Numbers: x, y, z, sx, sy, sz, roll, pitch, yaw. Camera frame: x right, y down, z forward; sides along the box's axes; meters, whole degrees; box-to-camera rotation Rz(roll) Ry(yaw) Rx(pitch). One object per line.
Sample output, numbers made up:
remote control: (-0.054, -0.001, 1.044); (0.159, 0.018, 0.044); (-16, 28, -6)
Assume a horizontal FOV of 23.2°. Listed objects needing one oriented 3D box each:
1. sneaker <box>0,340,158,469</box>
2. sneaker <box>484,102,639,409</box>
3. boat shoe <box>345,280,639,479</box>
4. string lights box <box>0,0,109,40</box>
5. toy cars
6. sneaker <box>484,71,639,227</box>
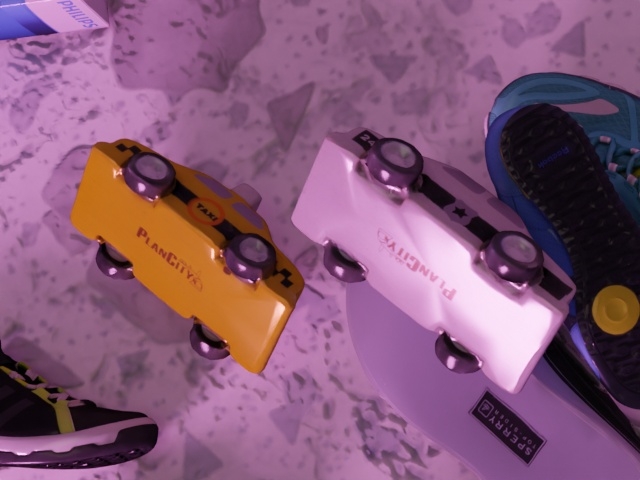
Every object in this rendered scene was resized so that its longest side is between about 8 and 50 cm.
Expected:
sneaker: (-0.233, 0.116, 1.138); (0.235, 0.084, 0.097); (-1, 79, 13)
sneaker: (0.168, 0.009, 1.006); (0.069, 0.082, 0.209); (-26, 87, -9)
boat shoe: (0.135, 0.104, 1.044); (0.306, 0.105, 0.113); (41, 102, 37)
string lights box: (-0.298, -0.222, 1.212); (0.260, 0.077, 0.133); (-6, 78, 12)
toy cars: (0.000, 0.000, 1.049); (0.394, 0.087, 0.176); (1, 116, 38)
sneaker: (0.232, -0.033, 1.043); (0.275, 0.110, 0.107); (34, 90, 17)
